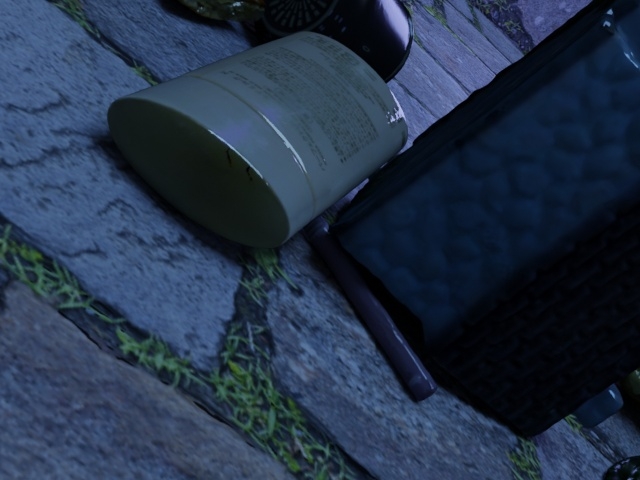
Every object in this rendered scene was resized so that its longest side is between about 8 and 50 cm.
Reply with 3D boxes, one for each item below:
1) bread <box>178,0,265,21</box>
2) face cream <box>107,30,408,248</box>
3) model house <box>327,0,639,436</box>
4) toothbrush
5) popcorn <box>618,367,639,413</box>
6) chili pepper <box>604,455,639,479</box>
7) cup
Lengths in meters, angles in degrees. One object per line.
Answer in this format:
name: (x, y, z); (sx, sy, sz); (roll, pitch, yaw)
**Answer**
bread: (-0.141, -0.291, 1.059); (0.154, 0.054, 0.136); (38, 23, -7)
face cream: (-0.036, -0.103, 0.860); (0.173, 0.081, 0.348); (44, 31, 2)
model house: (0.261, -0.014, 0.924); (0.339, 0.360, 0.297); (51, 16, -3)
toothbrush: (0.000, 0.000, 0.879); (0.029, 0.024, 0.354); (-4, 55, -54)
popcorn: (0.467, 0.163, 1.236); (0.167, 0.185, 0.187); (15, 30, 29)
chili pepper: (0.396, 0.295, 1.042); (0.279, 0.065, 0.122); (21, 43, -42)
cup: (0.002, -0.285, 1.187); (0.223, 0.169, 0.177); (26, 3, 37)
